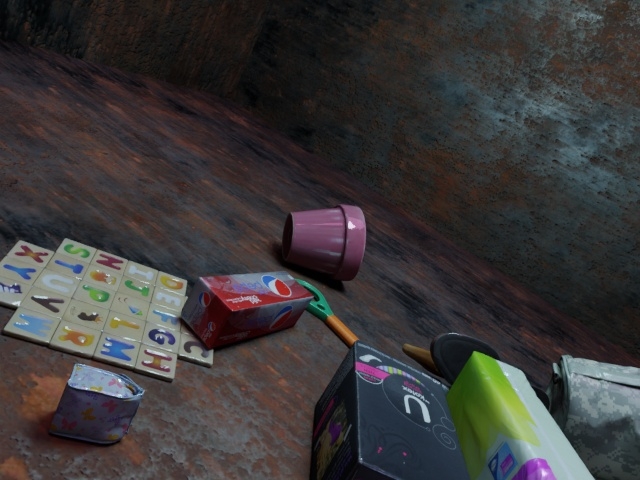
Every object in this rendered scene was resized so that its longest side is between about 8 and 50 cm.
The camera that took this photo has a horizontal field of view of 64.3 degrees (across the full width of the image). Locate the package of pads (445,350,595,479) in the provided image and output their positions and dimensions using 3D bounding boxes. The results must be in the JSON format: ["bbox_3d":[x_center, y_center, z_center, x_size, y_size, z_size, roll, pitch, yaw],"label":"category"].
[{"bbox_3d":[0.233,0.330,0.685,0.101,0.229,0.296,21,19,-9],"label":"package of pads"}]

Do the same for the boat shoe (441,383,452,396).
[{"bbox_3d":[0.303,0.358,0.914,0.306,0.113,0.105,24,4,43],"label":"boat shoe"}]

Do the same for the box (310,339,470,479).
[{"bbox_3d":[0.088,0.290,0.713,0.165,0.143,0.270,26,18,-7],"label":"box"}]

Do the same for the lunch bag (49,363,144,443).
[{"bbox_3d":[-0.255,0.190,0.587,0.083,0.071,0.053,21,15,-17],"label":"lunch bag"}]

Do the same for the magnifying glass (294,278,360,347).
[{"bbox_3d":[0.004,0.160,1.143,0.231,0.026,0.092,39,20,34],"label":"magnifying glass"}]

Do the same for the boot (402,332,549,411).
[{"bbox_3d":[0.246,0.225,0.966,0.264,0.096,0.280,26,-7,-21],"label":"boot"}]

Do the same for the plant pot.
[{"bbox_3d":[0.000,0.000,1.329,0.180,0.201,0.201,6,24,-15],"label":"plant pot"}]

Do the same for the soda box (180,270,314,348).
[{"bbox_3d":[-0.125,0.119,0.936,0.092,0.083,0.263,40,18,24],"label":"soda box"}]

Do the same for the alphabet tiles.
[{"bbox_3d":[-0.332,0.099,0.817,0.343,0.011,0.285,23,18,-19],"label":"alphabet tiles"}]

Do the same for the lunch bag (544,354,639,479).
[{"bbox_3d":[0.560,0.343,0.919,0.305,0.255,0.212,9,33,15],"label":"lunch bag"}]
